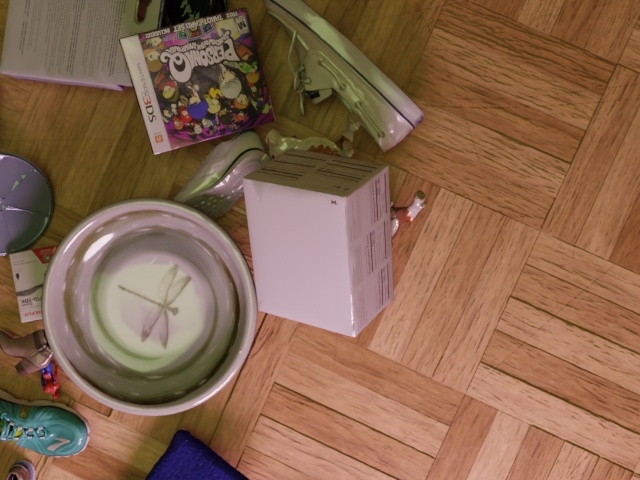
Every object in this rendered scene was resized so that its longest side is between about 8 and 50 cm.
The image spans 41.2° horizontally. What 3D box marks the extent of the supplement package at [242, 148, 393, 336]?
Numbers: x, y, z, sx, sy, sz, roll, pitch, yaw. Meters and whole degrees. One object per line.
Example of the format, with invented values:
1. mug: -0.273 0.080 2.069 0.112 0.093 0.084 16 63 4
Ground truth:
1. supplement package: 0.000 0.000 1.455 0.204 0.145 0.262 13 121 30

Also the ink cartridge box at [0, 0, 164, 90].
1. ink cartridge box: -0.425 -0.450 1.591 0.330 0.071 0.324 9 92 14

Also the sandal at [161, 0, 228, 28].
1. sandal: -0.244 -0.454 1.576 0.167 0.107 0.446 0 91 6

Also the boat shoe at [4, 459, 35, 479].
1. boat shoe: -0.592 0.520 1.640 0.066 0.066 0.183 1 90 6

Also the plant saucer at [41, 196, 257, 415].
1. plant saucer: -0.310 0.119 1.586 0.400 0.100 0.400 0 93 4

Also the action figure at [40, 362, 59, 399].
1. action figure: -0.529 0.253 1.650 0.038 0.030 0.115 -21 82 10

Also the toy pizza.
1. toy pizza: -0.610 -0.070 1.613 0.201 0.032 0.201 -8 107 -27

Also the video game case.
1. video game case: -0.216 -0.284 1.517 0.232 0.042 0.210 -16 104 -10

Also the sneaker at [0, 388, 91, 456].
1. sneaker: -0.574 0.355 1.616 0.275 0.110 0.107 11 91 5

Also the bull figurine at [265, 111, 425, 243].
1. bull figurine: 0.042 -0.112 1.534 0.310 0.188 0.101 46 55 -4

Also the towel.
1. towel: -0.253 0.534 1.576 0.227 0.076 0.308 32 92 22

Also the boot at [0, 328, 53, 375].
1. boot: -0.560 0.197 1.628 0.087 0.042 0.118 -38 80 6

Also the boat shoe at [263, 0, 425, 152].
1. boat shoe: 0.006 -0.296 1.551 0.367 0.136 0.156 42 97 -6

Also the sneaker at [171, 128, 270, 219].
1. sneaker: -0.197 -0.115 1.595 0.235 0.090 0.095 -35 57 13

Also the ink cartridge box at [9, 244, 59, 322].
1. ink cartridge box: -0.529 0.083 1.635 0.099 0.056 0.135 -11 89 5
